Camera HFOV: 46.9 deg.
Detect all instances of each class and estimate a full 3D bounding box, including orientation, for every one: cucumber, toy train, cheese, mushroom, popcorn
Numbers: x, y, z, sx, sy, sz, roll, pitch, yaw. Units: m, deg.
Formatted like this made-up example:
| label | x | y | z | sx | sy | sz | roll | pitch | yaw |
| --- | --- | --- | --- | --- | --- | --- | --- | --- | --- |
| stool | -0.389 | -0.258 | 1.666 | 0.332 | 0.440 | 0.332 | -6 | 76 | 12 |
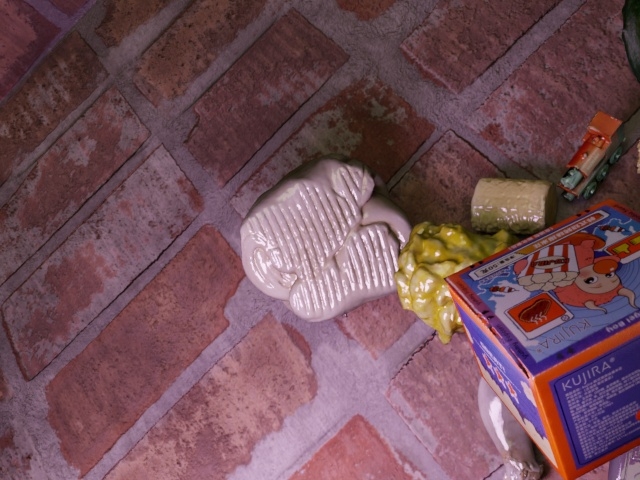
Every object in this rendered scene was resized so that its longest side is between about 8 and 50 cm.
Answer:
| label | x | y | z | sx | sy | sz | roll | pitch | yaw |
| --- | --- | --- | --- | --- | --- | --- | --- | --- | --- |
| cucumber | 0.717 | -0.478 | 1.571 | 0.145 | 0.105 | 0.325 | 1 | 73 | 25 |
| toy train | 0.553 | -0.166 | 1.515 | 0.074 | 0.118 | 0.176 | 38 | 87 | 35 |
| cheese | 0.411 | -0.072 | 1.566 | 0.167 | 0.094 | 0.123 | 5 | 82 | 32 |
| mushroom | 0.365 | 0.352 | 1.417 | 0.116 | 0.093 | 0.225 | -1 | 62 | 3 |
| popcorn | 0.274 | 0.084 | 1.487 | 0.250 | 0.235 | 0.242 | 17 | 75 | 9 |

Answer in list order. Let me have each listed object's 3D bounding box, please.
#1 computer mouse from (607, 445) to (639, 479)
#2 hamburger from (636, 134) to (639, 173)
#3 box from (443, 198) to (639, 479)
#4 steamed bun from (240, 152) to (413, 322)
| label | x | y | z | sx | sy | sz | roll | pitch | yaw |
| --- | --- | --- | --- | --- | --- | --- | --- | --- | --- |
| computer mouse | 0.587 | 0.364 | 1.323 | 0.120 | 0.057 | 0.232 | 5 | 75 | 28 |
| hamburger | 0.702 | -0.171 | 1.377 | 0.138 | 0.262 | 0.243 | 1 | 66 | -16 |
| box | 0.453 | 0.150 | 1.244 | 0.348 | 0.257 | 0.318 | -26 | 29 | -2 |
| steamed bun | 0.000 | 0.000 | 1.633 | 0.367 | 0.255 | 0.343 | -23 | 95 | -9 |
